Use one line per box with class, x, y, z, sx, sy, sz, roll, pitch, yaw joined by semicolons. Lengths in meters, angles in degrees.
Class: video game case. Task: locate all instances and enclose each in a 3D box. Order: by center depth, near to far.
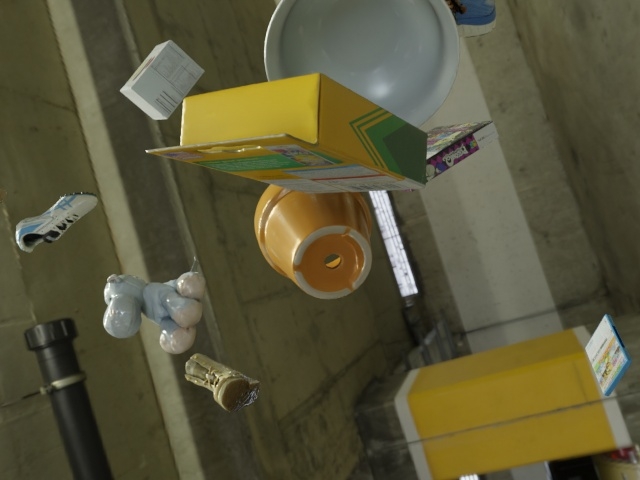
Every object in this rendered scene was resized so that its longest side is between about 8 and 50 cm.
video game case;0.213;-0.172;1.225;0.042;0.210;0.232;60;169;-15
video game case;0.696;0.276;1.463;0.166;0.015;0.119;-79;2;-58

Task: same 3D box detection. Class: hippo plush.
hippo plush;-0.445;0.149;1.589;0.236;0.234;0.294;12;-128;-21

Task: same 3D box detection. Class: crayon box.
crayon box;-0.023;-0.124;0.753;0.323;0.203;0.083;8;-96;-56

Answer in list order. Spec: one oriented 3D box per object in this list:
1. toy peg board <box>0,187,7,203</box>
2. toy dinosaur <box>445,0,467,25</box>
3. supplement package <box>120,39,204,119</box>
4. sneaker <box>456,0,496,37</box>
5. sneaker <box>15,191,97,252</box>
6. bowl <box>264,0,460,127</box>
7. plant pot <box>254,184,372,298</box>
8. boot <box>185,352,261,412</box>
toy peg board;-0.913;-0.103;1.553;0.161;0.079;0.161;38;-118;-36
toy dinosaur;0.221;-0.498;1.143;0.322;0.218;0.164;82;167;-48
supplement package;-0.523;-0.524;1.983;0.149;0.203;0.194;40;169;-28
sneaker;0.257;-0.546;1.408;0.130;0.330;0.147;-122;19;-49
sneaker;-0.647;-0.046;1.492;0.086;0.237;0.085;67;-168;20
bowl;0.063;-0.310;0.960;0.134;0.297;0.298;-89;-26;-50
plant pot;0.000;0.000;1.013;0.205;0.205;0.188;63;-179;-26
boot;-0.292;0.385;1.666;0.095;0.203;0.262;-67;-15;-4
